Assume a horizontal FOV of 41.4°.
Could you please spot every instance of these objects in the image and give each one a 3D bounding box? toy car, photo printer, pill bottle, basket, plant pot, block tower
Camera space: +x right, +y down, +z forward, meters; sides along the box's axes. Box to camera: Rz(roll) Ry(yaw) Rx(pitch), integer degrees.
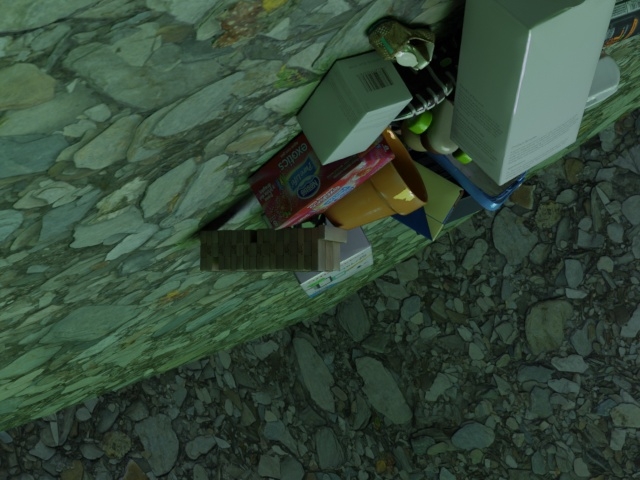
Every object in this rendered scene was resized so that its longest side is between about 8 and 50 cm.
[{"bbox_3d":[0.218,-0.240,1.722,0.188,0.155,0.149,0,-116,60],"label":"toy car"},{"bbox_3d":[0.452,-0.321,1.788,0.255,0.107,0.307,-24,-165,2],"label":"photo printer"},{"bbox_3d":[0.515,-0.428,1.619,0.245,0.131,0.130,-23,168,-27],"label":"pill bottle"},{"bbox_3d":[0.380,-0.203,1.997,0.289,0.255,0.201,-28,161,-49],"label":"basket"},{"bbox_3d":[0.092,-0.120,1.772,0.187,0.205,0.205,-31,170,19],"label":"plant pot"},{"bbox_3d":[-0.111,0.022,1.797,0.335,0.097,0.091,-3,175,31],"label":"block tower"}]

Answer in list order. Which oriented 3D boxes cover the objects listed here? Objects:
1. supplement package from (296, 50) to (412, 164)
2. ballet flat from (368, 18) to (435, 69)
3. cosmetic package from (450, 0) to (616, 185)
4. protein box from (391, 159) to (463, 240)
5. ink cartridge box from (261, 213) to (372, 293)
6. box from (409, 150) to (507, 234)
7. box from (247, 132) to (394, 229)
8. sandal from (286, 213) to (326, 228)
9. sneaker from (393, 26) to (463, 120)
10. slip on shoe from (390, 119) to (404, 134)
[{"bbox_3d":[0.053,-0.224,1.437,0.105,0.105,0.179,-23,168,-33],"label":"supplement package"},{"bbox_3d":[0.142,-0.309,1.374,0.073,0.067,0.206,-35,168,31],"label":"ballet flat"},{"bbox_3d":[0.348,-0.290,1.419,0.196,0.155,0.366,-28,147,-18],"label":"cosmetic package"},{"bbox_3d":[0.214,-0.105,1.962,0.136,0.199,0.201,-60,172,6],"label":"protein box"},{"bbox_3d":[0.000,0.000,2.100,0.198,0.197,0.270,-29,169,-1],"label":"ink cartridge box"},{"bbox_3d":[0.326,-0.152,2.168,0.261,0.184,0.103,-21,149,-11],"label":"box"},{"bbox_3d":[0.000,-0.139,1.648,0.256,0.123,0.128,-36,168,34],"label":"box"},{"bbox_3d":[-0.022,-0.040,1.884,0.097,0.054,0.255,5,114,-22],"label":"sandal"},{"bbox_3d":[0.214,-0.271,1.555,0.281,0.106,0.162,-29,156,0],"label":"sneaker"},{"bbox_3d":[0.203,-0.268,1.796,0.041,0.052,0.135,-3,161,-41],"label":"slip on shoe"}]
